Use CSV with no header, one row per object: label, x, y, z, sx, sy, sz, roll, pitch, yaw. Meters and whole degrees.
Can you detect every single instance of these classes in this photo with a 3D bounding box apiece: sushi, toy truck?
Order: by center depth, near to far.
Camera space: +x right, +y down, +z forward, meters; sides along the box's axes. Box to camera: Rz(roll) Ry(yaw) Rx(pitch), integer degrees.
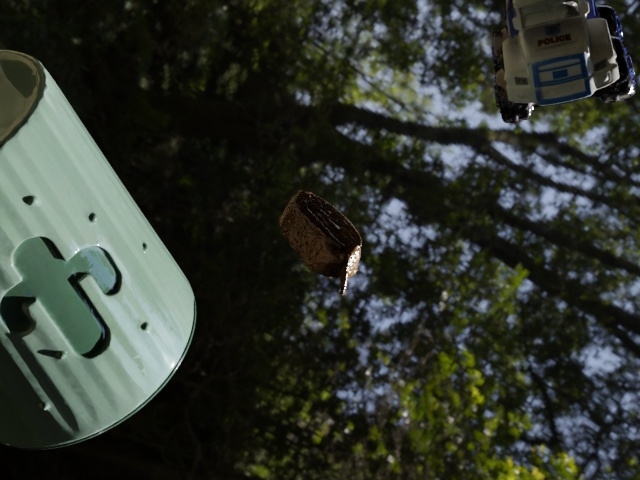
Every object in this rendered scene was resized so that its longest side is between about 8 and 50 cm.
sushi,0.000,0.000,0.895,0.052,0.120,0.055,-18,143,-48
toy truck,0.270,-0.254,1.042,0.161,0.177,0.213,-10,-140,16

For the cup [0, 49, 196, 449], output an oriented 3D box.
cup,-0.364,0.046,1.001,0.310,0.392,0.401,5,-132,25
